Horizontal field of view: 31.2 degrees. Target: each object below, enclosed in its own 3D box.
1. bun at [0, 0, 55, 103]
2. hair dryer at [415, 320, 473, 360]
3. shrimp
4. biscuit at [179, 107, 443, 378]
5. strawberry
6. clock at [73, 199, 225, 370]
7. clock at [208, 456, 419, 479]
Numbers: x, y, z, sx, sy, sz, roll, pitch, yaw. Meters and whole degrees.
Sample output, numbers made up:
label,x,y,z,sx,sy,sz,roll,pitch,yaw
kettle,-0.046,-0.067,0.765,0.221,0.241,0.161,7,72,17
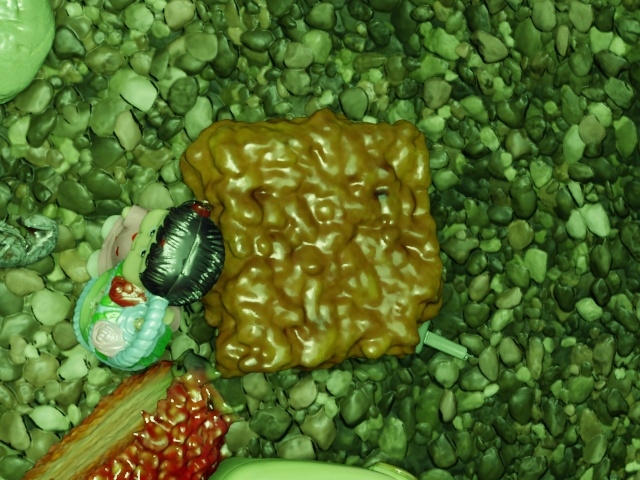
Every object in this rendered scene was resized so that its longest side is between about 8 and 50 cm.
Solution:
label,x,y,z,sx,sy,sz,roll,pitch,yaw
bun,-0.390,-0.244,1.223,0.221,0.108,0.221,2,86,-24
hair dryer,0.155,0.127,1.489,0.124,0.038,0.063,25,78,-27
shrimp,-0.368,-0.003,1.251,0.165,0.056,0.065,7,100,-33
biscuit,0.000,0.000,1.385,0.318,0.110,0.312,-5,87,-24
strawberry,-0.217,0.252,1.213,0.306,0.233,0.137,-41,101,-13
clock,-0.188,0.048,1.252,0.100,0.195,0.194,26,76,-24
clock,0.022,0.403,1.370,0.348,0.117,0.286,4,85,-25
